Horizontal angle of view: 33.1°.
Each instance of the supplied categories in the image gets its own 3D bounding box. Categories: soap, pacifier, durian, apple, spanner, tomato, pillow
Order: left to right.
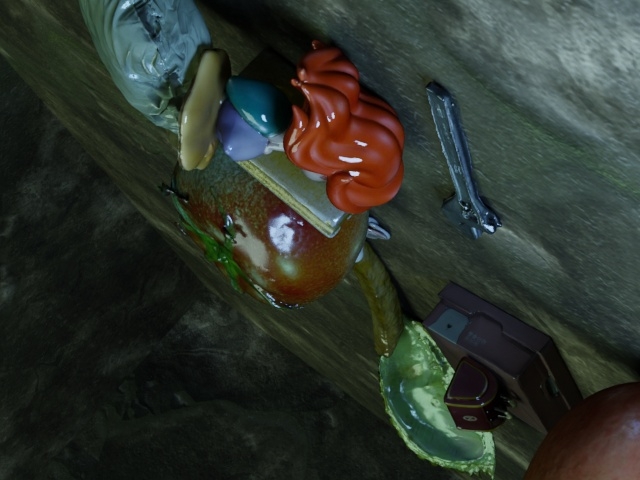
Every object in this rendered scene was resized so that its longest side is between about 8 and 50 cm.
[{"bbox_3d":[-0.230,-0.292,1.361,0.283,0.138,0.310,86,159,-73],"label":"pillow"},{"bbox_3d":[-0.072,-0.056,1.601,0.303,0.239,0.303,41,164,14],"label":"tomato"},{"bbox_3d":[-0.029,-0.131,1.431,0.232,0.140,0.073,40,165,9],"label":"soap"},{"bbox_3d":[0.068,0.001,1.758,0.081,0.078,0.099,22,173,-16],"label":"pacifier"},{"bbox_3d":[0.219,0.311,2.154,0.394,0.163,0.198,67,166,-11],"label":"durian"},{"bbox_3d":[0.163,-0.085,1.273,0.093,0.026,0.325,36,165,31],"label":"spanner"},{"bbox_3d":[0.407,0.370,1.321,0.364,0.364,0.364,39,168,10],"label":"apple"}]

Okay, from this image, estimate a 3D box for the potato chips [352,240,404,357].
[{"bbox_3d":[0.090,0.082,1.978,0.057,0.080,0.407,48,169,43],"label":"potato chips"}]

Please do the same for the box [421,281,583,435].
[{"bbox_3d":[0.289,0.193,1.719,0.215,0.086,0.215,31,164,42],"label":"box"}]

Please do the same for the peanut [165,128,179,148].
[{"bbox_3d":[-0.221,-0.214,1.795,0.257,0.123,0.123,31,165,33],"label":"peanut"}]

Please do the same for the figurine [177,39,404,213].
[{"bbox_3d":[-0.026,-0.139,1.283,0.257,0.208,0.181,11,-158,10],"label":"figurine"}]

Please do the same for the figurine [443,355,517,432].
[{"bbox_3d":[0.259,0.253,1.676,0.098,0.082,0.154,12,154,27],"label":"figurine"}]
